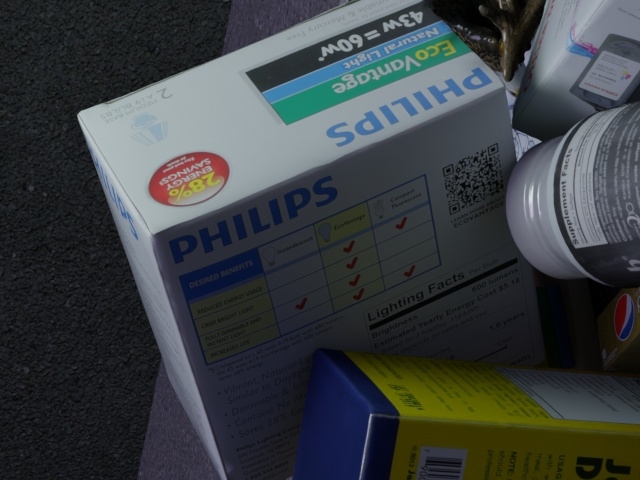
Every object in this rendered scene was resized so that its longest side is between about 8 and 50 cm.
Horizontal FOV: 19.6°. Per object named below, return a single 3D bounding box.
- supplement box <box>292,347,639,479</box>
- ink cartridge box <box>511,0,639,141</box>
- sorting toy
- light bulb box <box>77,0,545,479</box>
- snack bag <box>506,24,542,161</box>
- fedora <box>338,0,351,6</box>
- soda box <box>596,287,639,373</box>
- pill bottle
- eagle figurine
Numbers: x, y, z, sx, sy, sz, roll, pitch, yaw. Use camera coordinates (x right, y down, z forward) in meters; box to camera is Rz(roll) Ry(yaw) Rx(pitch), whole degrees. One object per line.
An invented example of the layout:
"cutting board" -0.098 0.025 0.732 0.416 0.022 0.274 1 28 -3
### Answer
"supplement box" 0.171 0.229 1.692 0.194 0.356 0.195 -137 54 -70
"ink cartridge box" 0.305 -0.236 1.672 0.306 0.131 0.226 120 172 -60
"sorting toy" 0.200 0.056 2.047 0.255 0.089 0.257 147 115 -70
"light bulb box" 0.000 0.000 1.792 0.225 0.358 0.361 54 163 47
"snack bag" 0.242 -0.148 2.151 0.323 0.037 0.342 -162 78 -74
"fedora" 0.134 -0.247 2.325 0.124 0.244 0.275 22 136 39
"soda box" 0.325 0.060 1.753 0.181 0.058 0.061 119 152 -55
"pill bottle" 0.295 -0.043 1.592 0.278 0.162 0.162 -12 73 57
"eagle figurine" 0.165 -0.230 2.065 0.298 0.226 0.225 -174 74 -68
